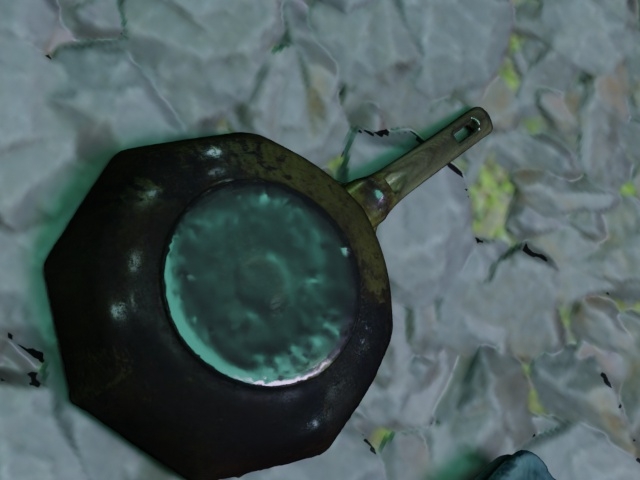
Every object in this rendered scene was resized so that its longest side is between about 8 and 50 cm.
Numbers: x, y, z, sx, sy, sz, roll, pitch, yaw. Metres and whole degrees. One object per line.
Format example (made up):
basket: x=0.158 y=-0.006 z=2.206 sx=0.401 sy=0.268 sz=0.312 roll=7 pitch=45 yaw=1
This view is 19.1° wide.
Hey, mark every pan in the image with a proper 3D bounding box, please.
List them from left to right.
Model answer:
pan: x=-0.013 y=-0.010 z=0.709 sx=0.128 sy=0.048 sz=0.202 roll=36 pitch=64 yaw=-14

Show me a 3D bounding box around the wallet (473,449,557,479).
wallet: x=0.089 y=0.259 z=0.697 sx=0.290 sy=0.054 sz=0.251 roll=50 pitch=58 yaw=-3
